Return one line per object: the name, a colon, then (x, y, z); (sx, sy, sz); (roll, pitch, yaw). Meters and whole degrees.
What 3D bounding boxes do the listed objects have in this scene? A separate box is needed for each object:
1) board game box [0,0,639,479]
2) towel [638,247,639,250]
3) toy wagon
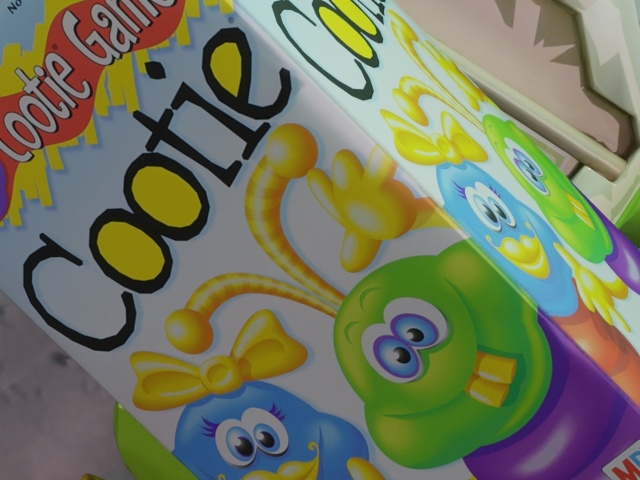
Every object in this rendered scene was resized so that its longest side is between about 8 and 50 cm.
board game box: (0.000, 0.000, 0.519); (0.275, 0.144, 0.142); (44, 114, -6)
towel: (0.350, 0.042, 0.561); (0.370, 0.040, 0.271); (-22, 116, 24)
toy wagon: (-0.004, -0.006, 0.640); (0.267, 0.068, 0.344); (32, 99, -4)
